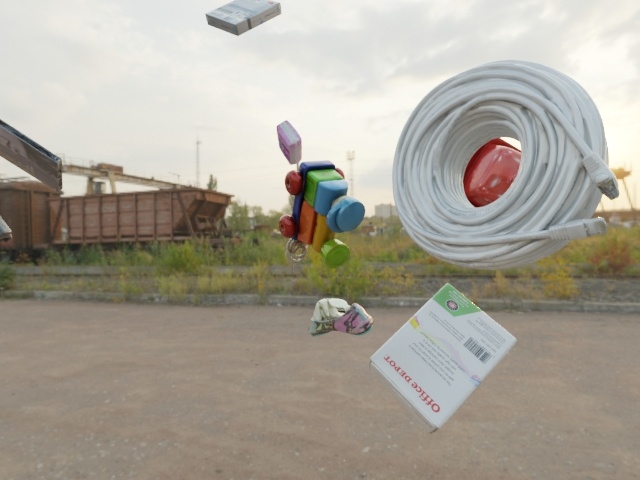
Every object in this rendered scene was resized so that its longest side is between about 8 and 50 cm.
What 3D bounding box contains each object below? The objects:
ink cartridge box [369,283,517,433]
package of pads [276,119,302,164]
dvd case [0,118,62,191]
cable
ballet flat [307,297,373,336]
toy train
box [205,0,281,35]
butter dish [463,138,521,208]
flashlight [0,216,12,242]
[{"bbox_3d":[0.278,0.272,0.988,0.278,0.201,0.117,-39,-26,-18],"label":"ink cartridge box"},{"bbox_3d":[-0.057,-0.182,0.790,0.032,0.050,0.083,-30,-13,-9],"label":"package of pads"},{"bbox_3d":[-0.616,-0.191,0.827,0.221,0.018,0.164,37,-29,-17],"label":"dvd case"},{"bbox_3d":[0.210,-0.091,0.529,0.089,0.257,0.257,8,-22,-41],"label":"cable"},{"bbox_3d":[0.030,0.162,0.909,0.077,0.079,0.221,-27,3,-31],"label":"ballet flat"},{"bbox_3d":[0.000,0.000,0.736,0.105,0.248,0.143,-9,38,-28],"label":"toy train"},{"bbox_3d":[-0.237,-0.702,1.305,0.145,0.038,0.186,32,60,27],"label":"box"},{"bbox_3d":[0.373,-0.118,0.841,0.160,0.160,0.118,28,4,-8],"label":"butter dish"},{"bbox_3d":[-0.679,-0.104,0.732,0.103,0.304,0.103,-37,5,-35],"label":"flashlight"}]
